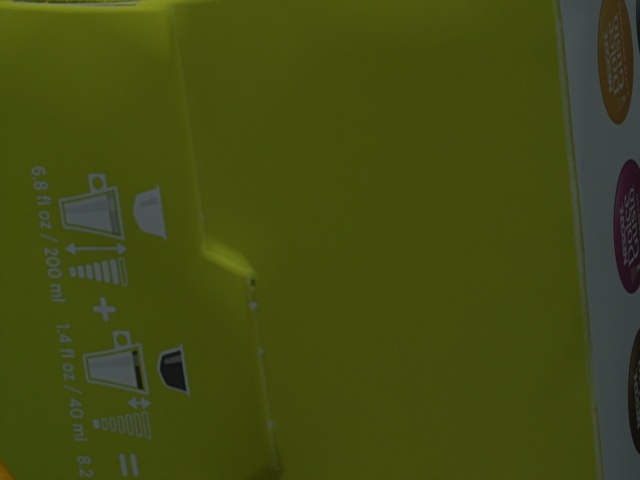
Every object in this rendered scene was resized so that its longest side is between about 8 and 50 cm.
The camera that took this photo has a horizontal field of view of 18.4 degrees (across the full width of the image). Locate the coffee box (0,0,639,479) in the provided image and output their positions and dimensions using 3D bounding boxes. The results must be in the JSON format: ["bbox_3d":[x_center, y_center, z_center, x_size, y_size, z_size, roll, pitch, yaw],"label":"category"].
[{"bbox_3d":[0.000,0.000,0.896,0.338,0.338,0.334,-1,17,22],"label":"coffee box"}]

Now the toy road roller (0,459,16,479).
[{"bbox_3d":[-0.047,0.115,0.355,0.329,0.202,0.241,-18,58,-18],"label":"toy road roller"}]
